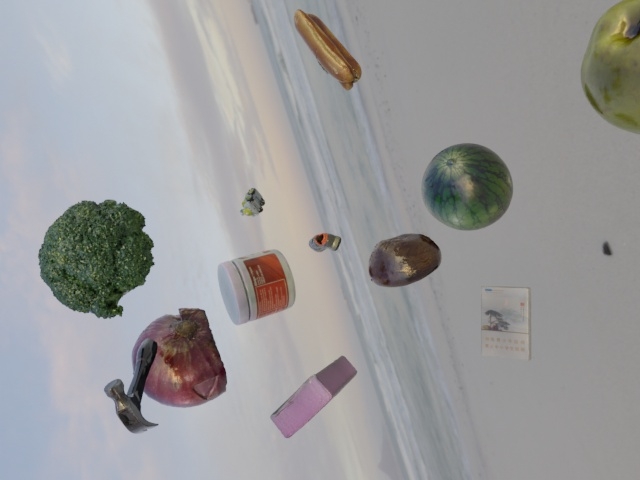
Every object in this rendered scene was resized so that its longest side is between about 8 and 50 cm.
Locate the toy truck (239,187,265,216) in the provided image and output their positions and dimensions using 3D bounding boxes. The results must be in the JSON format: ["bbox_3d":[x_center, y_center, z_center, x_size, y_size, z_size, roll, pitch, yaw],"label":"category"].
[{"bbox_3d":[-0.252,-0.130,1.521,0.076,0.077,0.111,53,-151,-34],"label":"toy truck"}]

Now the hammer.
[{"bbox_3d":[-0.375,0.288,0.889,0.290,0.037,0.137,-138,27,-72],"label":"hammer"}]

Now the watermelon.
[{"bbox_3d":[0.555,-0.204,1.628,0.363,0.363,0.363,-18,-90,-89],"label":"watermelon"}]

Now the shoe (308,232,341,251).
[{"bbox_3d":[-0.001,0.000,1.641,0.194,0.077,0.074,-1,69,58],"label":"shoe"}]

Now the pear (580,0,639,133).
[{"bbox_3d":[0.643,-0.326,0.802,0.307,0.253,0.253,20,-139,-40],"label":"pear"}]

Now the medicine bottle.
[{"bbox_3d":[-0.251,0.178,1.661,0.252,0.241,0.252,39,137,50],"label":"medicine bottle"}]

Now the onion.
[{"bbox_3d":[-0.390,0.334,1.159,0.256,0.230,0.272,-158,63,-64],"label":"onion"}]

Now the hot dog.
[{"bbox_3d":[0.011,-0.494,1.094,0.249,0.068,0.100,53,-145,11],"label":"hot dog"}]

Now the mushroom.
[{"bbox_3d":[0.251,0.049,1.280,0.138,0.231,0.194,64,157,-4],"label":"mushroom"}]

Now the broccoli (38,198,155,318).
[{"bbox_3d":[-0.503,0.036,0.975,0.241,0.269,0.261,39,-113,-62],"label":"broccoli"}]

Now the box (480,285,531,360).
[{"bbox_3d":[0.614,0.269,1.403,0.067,0.149,0.233,13,-101,-59],"label":"box"}]

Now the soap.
[{"bbox_3d":[-0.009,0.426,1.180,0.081,0.181,0.259,46,-170,15],"label":"soap"}]
